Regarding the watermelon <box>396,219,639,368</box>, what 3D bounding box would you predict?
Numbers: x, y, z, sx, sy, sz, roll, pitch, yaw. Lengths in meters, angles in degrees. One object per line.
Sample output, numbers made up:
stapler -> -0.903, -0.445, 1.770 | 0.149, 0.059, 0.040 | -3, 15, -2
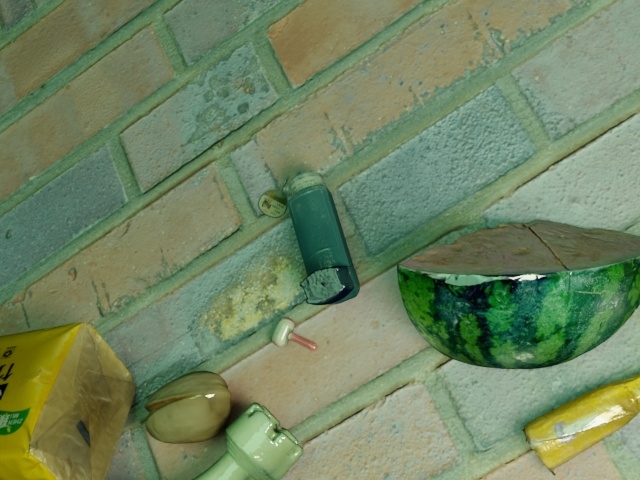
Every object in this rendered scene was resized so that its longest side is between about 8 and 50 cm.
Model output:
watermelon -> 0.318, 0.106, 1.596 | 0.292, 0.319, 0.222 | 17, 116, 36

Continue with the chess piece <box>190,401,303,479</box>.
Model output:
chess piece -> -0.169, 0.411, 1.721 | 0.299, 0.194, 0.194 | -45, 60, -4

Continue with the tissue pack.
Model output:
tissue pack -> -0.563, 0.327, 1.865 | 0.381, 0.228, 0.293 | -10, 40, 22

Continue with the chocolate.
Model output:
chocolate -> 0.407, 0.251, 1.541 | 0.219, 0.085, 0.086 | -34, 62, 10

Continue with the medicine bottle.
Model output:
medicine bottle -> 0.000, 0.000, 1.793 | 0.079, 0.124, 0.258 | -25, 63, 18

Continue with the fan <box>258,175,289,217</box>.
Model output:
fan -> -0.087, -0.079, 1.927 | 0.060, 0.003, 0.080 | -4, 73, 24

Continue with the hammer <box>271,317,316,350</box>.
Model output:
hammer -> -0.042, 0.168, 1.813 | 0.083, 0.031, 0.053 | 23, 88, 24

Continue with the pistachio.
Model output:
pistachio -> -0.226, 0.288, 1.810 | 0.184, 0.124, 0.125 | -22, 66, 22
